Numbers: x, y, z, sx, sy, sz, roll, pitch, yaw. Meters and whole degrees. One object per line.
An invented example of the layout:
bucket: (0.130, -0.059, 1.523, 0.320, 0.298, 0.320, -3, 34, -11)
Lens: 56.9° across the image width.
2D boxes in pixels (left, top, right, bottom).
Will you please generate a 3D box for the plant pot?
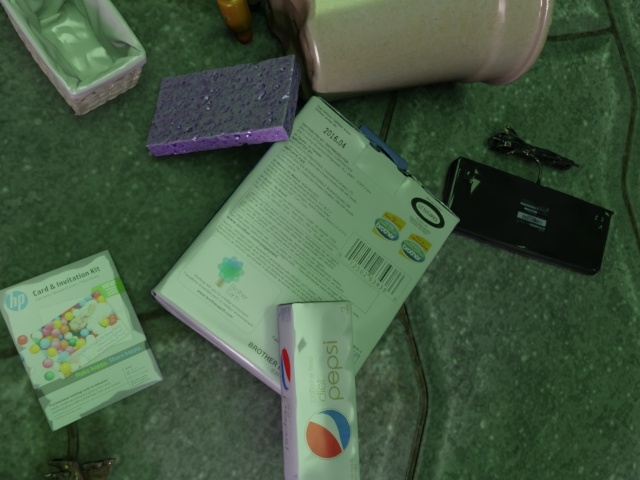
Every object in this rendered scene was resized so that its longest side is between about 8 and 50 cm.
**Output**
plant pot: (0.092, -0.338, 0.825, 0.305, 0.334, 0.334, -20, 88, -9)

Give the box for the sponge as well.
sponge: (-0.130, -0.177, 0.785, 0.210, 0.031, 0.117, -3, 64, 22)

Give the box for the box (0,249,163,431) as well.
box: (-0.306, 0.124, 0.759, 0.145, 0.038, 0.186, -23, 88, -19)

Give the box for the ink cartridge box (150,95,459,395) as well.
ink cartridge box: (0.000, 0.000, 0.813, 0.270, 0.151, 0.395, 39, 75, -9)

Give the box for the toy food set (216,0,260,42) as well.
toy food set: (-0.153, -0.415, 0.874, 0.111, 0.104, 0.232, -37, 76, -6)

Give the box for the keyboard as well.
keyboard: (0.359, -0.073, 1.002, 0.317, 0.033, 0.202, 17, 84, -15)

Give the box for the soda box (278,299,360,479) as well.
soda box: (-0.003, 0.178, 0.676, 0.073, 0.069, 0.216, 0, 83, -18)

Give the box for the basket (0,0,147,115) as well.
basket: (-0.322, -0.265, 0.776, 0.113, 0.103, 0.167, -36, 94, -19)

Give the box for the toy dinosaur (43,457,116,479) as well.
toy dinosaur: (-0.299, 0.351, 0.640, 0.127, 0.295, 0.200, -9, 78, 16)
